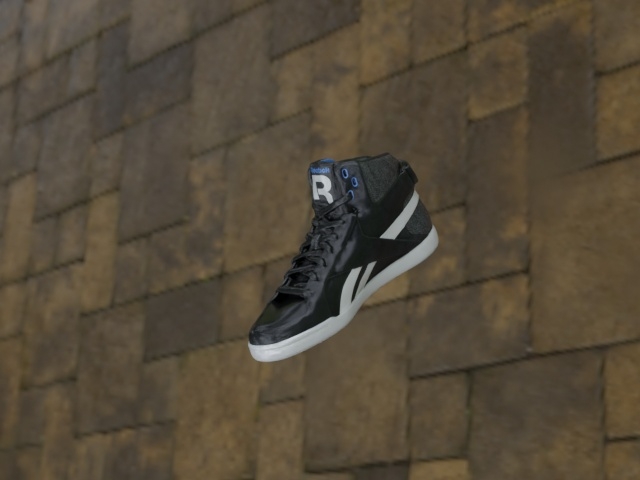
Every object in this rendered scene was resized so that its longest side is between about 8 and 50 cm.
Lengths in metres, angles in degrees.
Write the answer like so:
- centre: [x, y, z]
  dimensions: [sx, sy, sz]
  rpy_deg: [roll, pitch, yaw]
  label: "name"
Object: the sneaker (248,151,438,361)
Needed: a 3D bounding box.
- centre: [0.000, 0.000, 1.249]
  dimensions: [0.079, 0.217, 0.121]
  rpy_deg: [-2, 118, 49]
  label: "sneaker"
